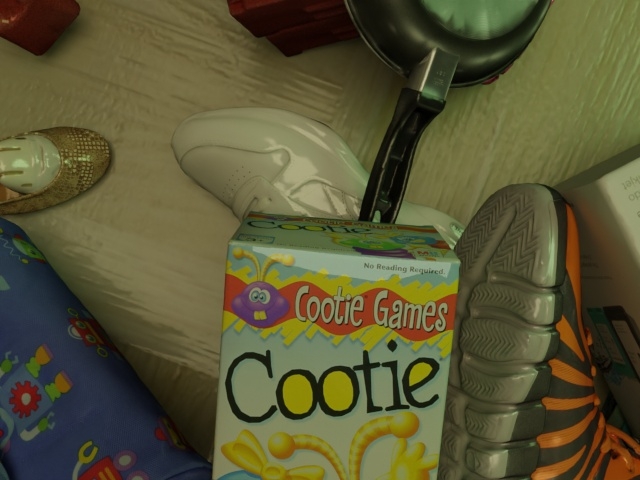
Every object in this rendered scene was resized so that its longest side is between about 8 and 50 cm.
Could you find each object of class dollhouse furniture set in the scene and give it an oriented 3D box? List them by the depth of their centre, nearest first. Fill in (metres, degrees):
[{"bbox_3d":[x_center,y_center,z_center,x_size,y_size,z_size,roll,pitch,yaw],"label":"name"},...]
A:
[{"bbox_3d":[-0.134,-0.257,0.727,0.374,0.152,0.201,-8,87,16],"label":"dollhouse furniture set"}]

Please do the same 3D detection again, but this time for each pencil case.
[{"bbox_3d":[-0.210,0.118,0.647,0.133,0.119,0.306,-47,64,4],"label":"pencil case"}]

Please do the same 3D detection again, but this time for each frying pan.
[{"bbox_3d":[0.067,-0.159,0.611,0.197,0.053,0.326,39,80,-26],"label":"frying pan"}]

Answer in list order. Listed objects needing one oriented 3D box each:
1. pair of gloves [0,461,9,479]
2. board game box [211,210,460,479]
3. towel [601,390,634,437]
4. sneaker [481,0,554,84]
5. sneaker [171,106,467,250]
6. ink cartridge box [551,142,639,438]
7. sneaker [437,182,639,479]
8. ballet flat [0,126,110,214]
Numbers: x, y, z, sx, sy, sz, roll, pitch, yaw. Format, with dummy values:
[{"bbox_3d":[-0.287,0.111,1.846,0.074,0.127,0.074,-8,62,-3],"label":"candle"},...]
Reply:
[{"bbox_3d":[-0.284,0.187,0.634,0.198,0.023,0.159,-34,75,40],"label":"pair of gloves"},{"bbox_3d":[0.003,0.129,0.579,0.144,0.142,0.275,5,99,0],"label":"board game box"},{"bbox_3d":[0.461,0.121,0.751,0.370,0.040,0.272,24,87,-1],"label":"towel"},{"bbox_3d":[0.161,-0.259,0.741,0.111,0.103,0.252,19,80,4],"label":"sneaker"},{"bbox_3d":[0.000,0.000,0.689,0.305,0.114,0.152,31,58,2],"label":"sneaker"},{"bbox_3d":[0.317,0.043,0.630,0.198,0.197,0.270,-27,89,-3],"label":"ink cartridge box"},{"bbox_3d":[0.179,0.122,0.634,0.180,0.124,0.321,5,97,-24],"label":"sneaker"},{"bbox_3d":[-0.288,-0.055,0.731,0.206,0.067,0.073,-17,86,-2],"label":"ballet flat"}]
